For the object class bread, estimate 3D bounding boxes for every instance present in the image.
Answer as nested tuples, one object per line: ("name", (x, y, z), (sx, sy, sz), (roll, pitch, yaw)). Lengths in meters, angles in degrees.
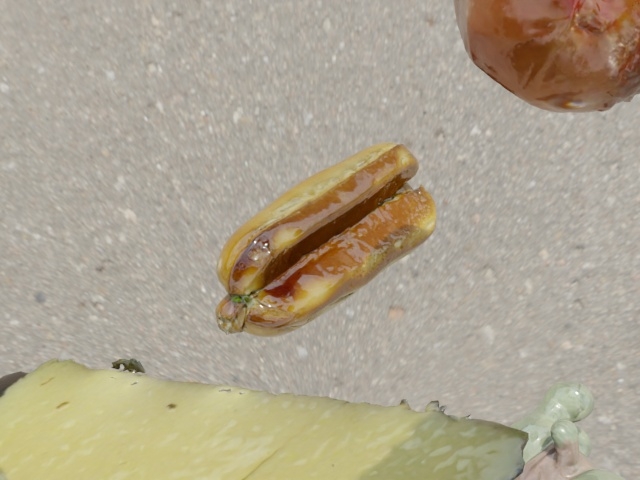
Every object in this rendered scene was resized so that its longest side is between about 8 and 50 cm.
("bread", (-0.143, 0.194, 0.674), (0.242, 0.405, 0.346), (50, 44, -6))

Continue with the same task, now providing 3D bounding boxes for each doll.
("doll", (0.252, 0.269, 1.054), (0.113, 0.155, 0.275), (-8, 44, -10))

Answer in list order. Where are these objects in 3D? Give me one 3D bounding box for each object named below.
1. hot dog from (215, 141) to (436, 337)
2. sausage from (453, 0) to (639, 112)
("hot dog", (0.000, 0.000, 1.164), (0.337, 0.100, 0.135), (-35, 108, -42))
("sausage", (0.178, -0.205, 0.822), (0.153, 0.141, 0.268), (20, 36, -16))
